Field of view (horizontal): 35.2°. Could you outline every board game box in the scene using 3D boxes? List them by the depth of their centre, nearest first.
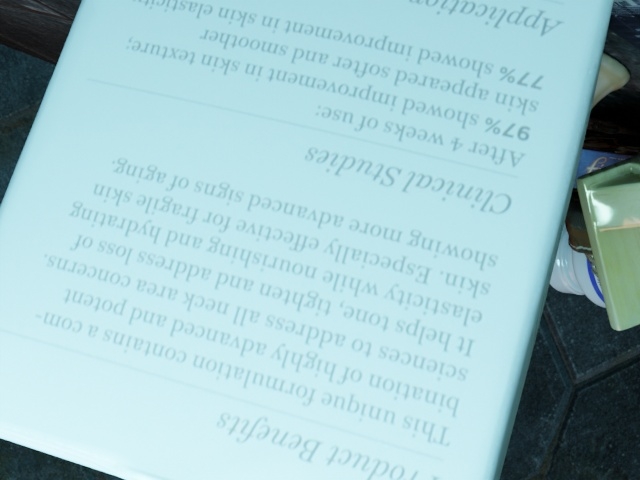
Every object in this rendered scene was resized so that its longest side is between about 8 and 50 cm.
[{"bbox_3d":[0.267,-0.092,1.085,0.243,0.042,0.165,12,-163,33],"label":"board game box"}]

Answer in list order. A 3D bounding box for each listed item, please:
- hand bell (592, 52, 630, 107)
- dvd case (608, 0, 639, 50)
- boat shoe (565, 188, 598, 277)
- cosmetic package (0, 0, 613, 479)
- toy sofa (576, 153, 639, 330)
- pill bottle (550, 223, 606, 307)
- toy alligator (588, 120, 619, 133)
[{"bbox_3d":[0.189,-0.060,0.949,0.126,0.242,0.126,20,179,0],"label":"hand bell"},{"bbox_3d":[0.307,-0.140,0.739,0.221,0.018,0.164,22,177,-36],"label":"dvd case"},{"bbox_3d":[0.349,-0.013,1.129,0.123,0.119,0.324,10,-165,27],"label":"boat shoe"},{"bbox_3d":[0.000,0.000,0.729,0.330,0.393,0.327,15,166,13],"label":"cosmetic package"},{"bbox_3d":[0.357,0.014,0.727,0.177,0.150,0.362,-21,-165,-11],"label":"toy sofa"},{"bbox_3d":[0.437,0.019,1.354,0.152,0.152,0.272,21,166,-35],"label":"pill bottle"},{"bbox_3d":[0.231,-0.143,1.083,0.190,0.051,0.056,1,-166,-7],"label":"toy alligator"}]
